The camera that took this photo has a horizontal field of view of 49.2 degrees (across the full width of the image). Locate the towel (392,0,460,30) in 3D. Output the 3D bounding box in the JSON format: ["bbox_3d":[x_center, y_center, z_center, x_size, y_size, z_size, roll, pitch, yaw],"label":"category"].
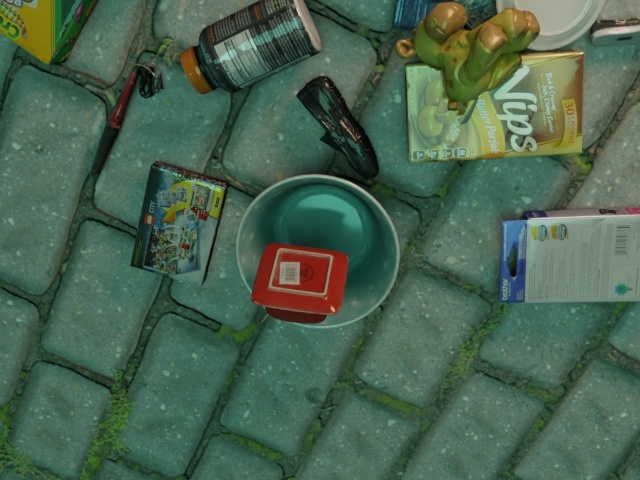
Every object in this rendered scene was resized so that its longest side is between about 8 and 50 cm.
[{"bbox_3d":[0.193,-0.413,1.275,0.119,0.029,0.067,16,116,14],"label":"towel"}]

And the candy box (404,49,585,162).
[{"bbox_3d":[0.317,-0.248,1.299,0.317,0.087,0.182,-2,108,8],"label":"candy box"}]

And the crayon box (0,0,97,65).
[{"bbox_3d":[-0.576,-0.480,1.313,0.278,0.081,0.165,34,109,-7],"label":"crayon box"}]

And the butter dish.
[{"bbox_3d":[-0.037,0.096,1.272,0.160,0.160,0.118,8,134,3],"label":"butter dish"}]

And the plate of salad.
[{"bbox_3d":[0.406,-0.437,1.233,0.200,0.048,0.199,-2,118,-3],"label":"plate of salad"}]

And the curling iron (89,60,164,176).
[{"bbox_3d":[-0.400,-0.238,1.406,0.068,0.035,0.274,35,109,-7],"label":"curling iron"}]

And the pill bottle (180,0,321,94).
[{"bbox_3d":[-0.133,-0.357,1.286,0.246,0.130,0.130,-21,106,13],"label":"pill bottle"}]

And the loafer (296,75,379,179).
[{"bbox_3d":[0.036,-0.210,1.354,0.078,0.076,0.223,-30,99,20],"label":"loafer"}]

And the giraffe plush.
[{"bbox_3d":[0.234,-0.330,1.183,0.170,0.181,0.210,47,127,19],"label":"giraffe plush"}]

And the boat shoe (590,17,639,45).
[{"bbox_3d":[0.557,-0.379,1.252,0.142,0.049,0.040,-2,70,4],"label":"boat shoe"}]

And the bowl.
[{"bbox_3d":[0.000,0.000,1.382,0.312,0.163,0.311,2,111,5],"label":"bowl"}]

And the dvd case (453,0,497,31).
[{"bbox_3d":[0.316,-0.513,1.241,0.253,0.022,0.180,-41,102,17],"label":"dvd case"}]

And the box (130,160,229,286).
[{"bbox_3d":[-0.296,-0.033,1.464,0.159,0.044,0.233,17,110,-1],"label":"box"}]

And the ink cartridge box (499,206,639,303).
[{"bbox_3d":[0.513,0.031,1.394,0.311,0.065,0.185,-3,109,4],"label":"ink cartridge box"}]
